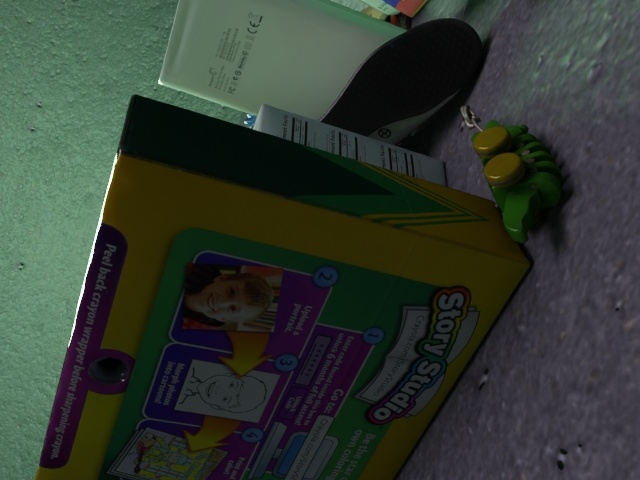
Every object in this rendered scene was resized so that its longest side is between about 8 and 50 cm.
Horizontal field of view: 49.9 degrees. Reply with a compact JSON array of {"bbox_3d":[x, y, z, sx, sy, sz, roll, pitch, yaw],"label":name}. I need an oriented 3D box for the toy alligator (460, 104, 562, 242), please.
[{"bbox_3d":[0.153,-0.068,0.546,0.051,0.056,0.189,-22,36,15],"label":"toy alligator"}]

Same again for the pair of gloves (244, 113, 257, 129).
[{"bbox_3d":[-0.046,-0.251,1.082,0.159,0.023,0.198,-12,45,54],"label":"pair of gloves"}]

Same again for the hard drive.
[{"bbox_3d":[-0.039,-0.231,0.893,0.203,0.308,0.040,126,155,-53],"label":"hard drive"}]

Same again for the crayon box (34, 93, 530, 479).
[{"bbox_3d":[-0.051,0.098,0.596,0.106,0.313,0.362,-103,33,-55],"label":"crayon box"}]

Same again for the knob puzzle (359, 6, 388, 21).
[{"bbox_3d":[0.042,-0.283,1.041,0.213,0.030,0.213,-43,23,23],"label":"knob puzzle"}]

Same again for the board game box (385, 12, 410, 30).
[{"bbox_3d":[0.067,-0.254,1.083,0.281,0.027,0.145,127,153,-54],"label":"board game box"}]

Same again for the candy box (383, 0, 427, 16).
[{"bbox_3d":[0.151,-0.430,0.677,0.317,0.122,0.268,-65,12,-14],"label":"candy box"}]

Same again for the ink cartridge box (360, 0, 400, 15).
[{"bbox_3d":[0.120,-0.428,0.902,0.154,0.093,0.212,-9,67,62],"label":"ink cartridge box"}]

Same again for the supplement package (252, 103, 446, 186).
[{"bbox_3d":[0.000,0.000,0.725,0.194,0.203,0.149,120,159,-45],"label":"supplement package"}]

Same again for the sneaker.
[{"bbox_3d":[0.078,-0.152,0.804,0.270,0.090,0.145,-39,-5,25],"label":"sneaker"}]
